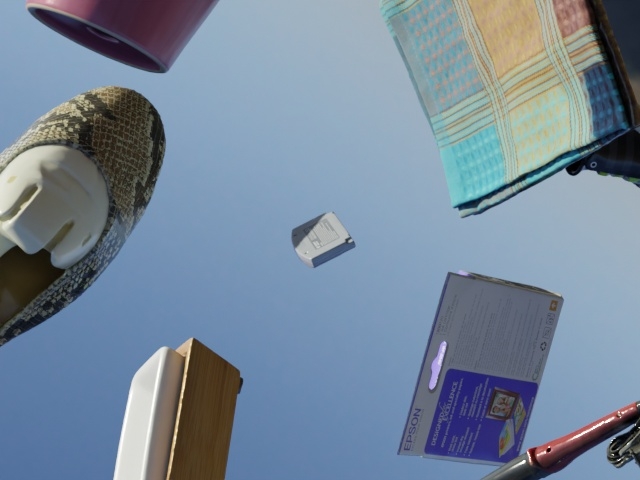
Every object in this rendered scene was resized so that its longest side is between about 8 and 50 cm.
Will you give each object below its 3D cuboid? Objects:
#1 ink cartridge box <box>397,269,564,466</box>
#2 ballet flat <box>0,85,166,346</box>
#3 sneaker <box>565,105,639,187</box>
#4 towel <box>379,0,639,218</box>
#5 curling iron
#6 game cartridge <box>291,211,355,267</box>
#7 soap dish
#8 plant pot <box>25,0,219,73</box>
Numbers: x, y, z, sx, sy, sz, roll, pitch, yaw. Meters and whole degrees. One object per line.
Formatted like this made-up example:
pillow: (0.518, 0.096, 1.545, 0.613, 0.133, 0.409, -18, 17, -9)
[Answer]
ink cartridge box: (0.166, 0.140, 1.820, 0.208, 0.206, 0.045, 13, -176, -45)
ballet flat: (-0.339, 0.035, 1.679, 0.164, 0.483, 0.182, 46, 180, -4)
sneaker: (0.287, -0.096, 1.687, 0.234, 0.097, 0.084, 44, 173, -24)
towel: (0.172, -0.185, 1.620, 0.271, 0.040, 0.370, 71, 159, 4)
curling iron: (0.212, 0.211, 1.556, 0.035, 0.274, 0.068, 50, -142, -17)
game cartridge: (0.000, 0.000, 1.680, 0.083, 0.056, 0.017, -122, 10, -64)
soap dish: (-0.195, 0.294, 2.187, 0.118, 0.291, 0.229, 13, 160, -15)
plant pot: (-0.149, -0.246, 1.369, 0.201, 0.180, 0.201, 24, 175, 2)
